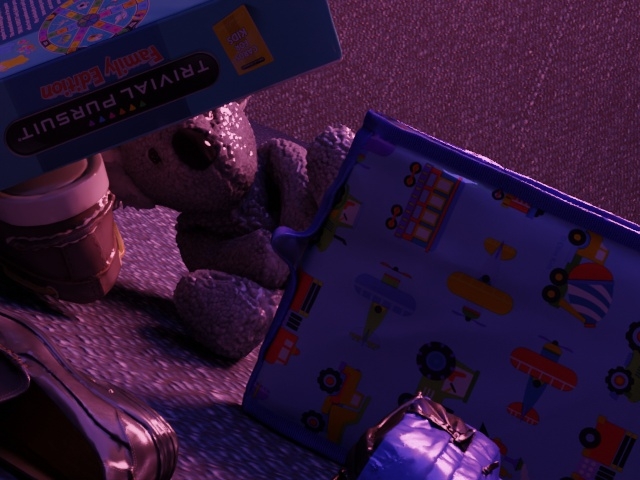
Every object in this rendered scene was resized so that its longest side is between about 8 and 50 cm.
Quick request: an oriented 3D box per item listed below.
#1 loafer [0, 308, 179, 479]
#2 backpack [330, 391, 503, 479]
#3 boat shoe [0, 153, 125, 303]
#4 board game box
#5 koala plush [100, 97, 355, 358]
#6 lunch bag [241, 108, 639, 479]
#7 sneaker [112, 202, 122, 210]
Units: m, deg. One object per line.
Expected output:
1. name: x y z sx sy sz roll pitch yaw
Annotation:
1. loafer: -0.153 0.078 0.668 0.170 0.062 0.061 24 13 12
2. backpack: 0.052 0.141 0.703 0.101 0.098 0.120 29 8 14
3. boat shoe: -0.247 -0.044 1.063 0.116 0.096 0.324 -27 31 -24
4. board game box: -0.180 -0.148 1.014 0.336 0.079 0.254 -22 30 -5
5. koala plush: -0.081 -0.046 1.093 0.221 0.196 0.203 43 0 0
6. lunch bag: 0.099 0.062 0.907 0.293 0.221 0.138 24 8 -2
7. sneaker: -0.311 -0.127 1.290 0.297 0.129 0.111 20 11 4
